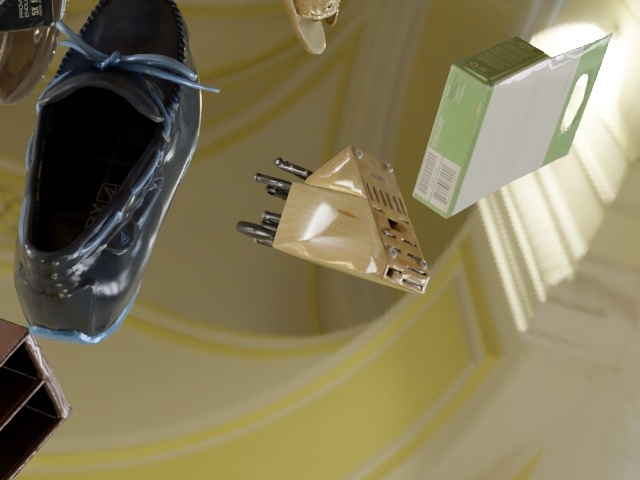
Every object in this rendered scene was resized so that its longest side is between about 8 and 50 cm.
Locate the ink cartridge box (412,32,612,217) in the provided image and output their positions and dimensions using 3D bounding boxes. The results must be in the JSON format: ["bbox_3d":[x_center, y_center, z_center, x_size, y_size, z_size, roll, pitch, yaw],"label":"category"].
[{"bbox_3d":[0.210,-0.138,1.373,0.056,0.171,0.235,36,-138,26],"label":"ink cartridge box"}]

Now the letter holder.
[{"bbox_3d":[-0.494,0.189,1.507,0.301,0.152,0.214,15,-132,29],"label":"letter holder"}]

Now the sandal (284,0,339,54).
[{"bbox_3d":[-0.008,-0.309,1.543,0.240,0.079,0.088,48,-147,-56],"label":"sandal"}]

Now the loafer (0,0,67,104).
[{"bbox_3d":[-0.366,-0.335,1.527,0.130,0.366,0.134,12,-148,-20],"label":"loafer"}]

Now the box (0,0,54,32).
[{"bbox_3d":[-0.261,-0.228,0.878,0.077,0.147,0.180,-13,-157,-34],"label":"box"}]

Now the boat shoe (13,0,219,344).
[{"bbox_3d":[-0.115,-0.064,0.738,0.109,0.089,0.258,0,-127,-1],"label":"boat shoe"}]

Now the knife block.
[{"bbox_3d":[0.000,0.000,1.689,0.088,0.242,0.276,20,-138,-44],"label":"knife block"}]
